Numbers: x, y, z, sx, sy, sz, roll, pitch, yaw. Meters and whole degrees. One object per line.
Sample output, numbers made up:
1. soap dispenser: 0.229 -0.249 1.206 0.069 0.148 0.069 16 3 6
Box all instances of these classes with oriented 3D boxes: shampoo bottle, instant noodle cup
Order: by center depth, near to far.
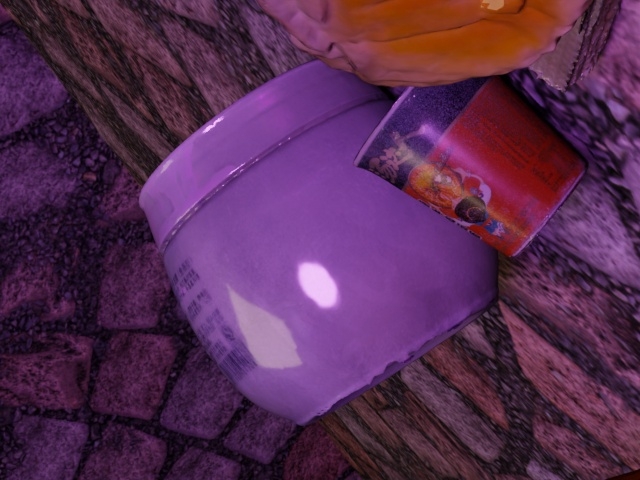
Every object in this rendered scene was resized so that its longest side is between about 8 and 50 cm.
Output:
1. instant noodle cup: 0.112 -0.061 0.902 0.135 0.127 0.127 39 168 3
2. shampoo bottle: 0.000 0.000 1.098 0.266 0.273 0.273 57 169 6

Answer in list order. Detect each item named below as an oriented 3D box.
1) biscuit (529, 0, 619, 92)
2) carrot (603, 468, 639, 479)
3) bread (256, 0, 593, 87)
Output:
1. biscuit: 0.075 -0.199 0.738 0.250 0.046 0.147 43 168 17
2. carrot: 0.350 0.278 0.947 0.331 0.214 0.193 51 -174 10
3. bread: 0.020 -0.218 0.476 0.236 0.183 0.389 0 154 4
